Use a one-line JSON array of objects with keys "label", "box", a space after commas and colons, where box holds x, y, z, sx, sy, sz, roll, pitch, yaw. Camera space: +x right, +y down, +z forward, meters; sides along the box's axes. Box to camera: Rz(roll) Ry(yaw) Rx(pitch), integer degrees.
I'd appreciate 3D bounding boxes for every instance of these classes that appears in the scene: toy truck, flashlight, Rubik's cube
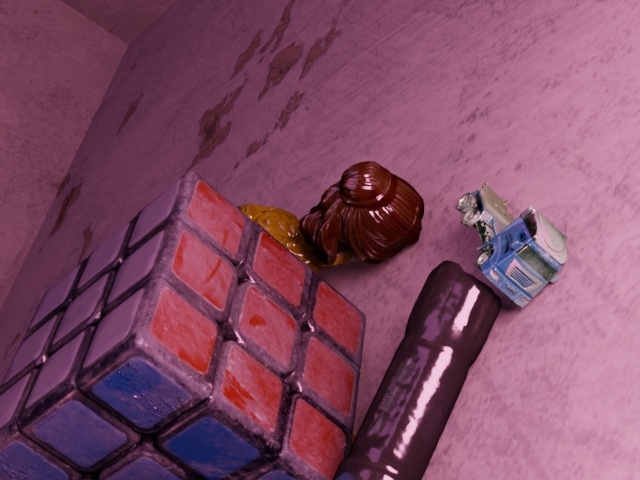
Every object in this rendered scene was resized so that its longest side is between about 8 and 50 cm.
[{"label": "toy truck", "box": [0.197, -0.012, 1.163, 0.081, 0.067, 0.175, -42, 24, 20]}, {"label": "flashlight", "box": [0.064, 0.217, 1.102, 0.103, 0.103, 0.424, -3, 58, 63]}, {"label": "Rubik's cube", "box": [-0.161, 0.165, 1.287, 0.301, 0.305, 0.304, -34, 24, 29]}]

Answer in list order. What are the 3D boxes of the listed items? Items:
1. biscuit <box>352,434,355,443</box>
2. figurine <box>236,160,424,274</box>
[{"label": "biscuit", "box": [0.020, 0.249, 1.246, 0.078, 0.015, 0.091, -37, 28, 36]}, {"label": "figurine", "box": [0.003, 0.003, 1.460, 0.315, 0.168, 0.187, -20, 15, 41]}]
